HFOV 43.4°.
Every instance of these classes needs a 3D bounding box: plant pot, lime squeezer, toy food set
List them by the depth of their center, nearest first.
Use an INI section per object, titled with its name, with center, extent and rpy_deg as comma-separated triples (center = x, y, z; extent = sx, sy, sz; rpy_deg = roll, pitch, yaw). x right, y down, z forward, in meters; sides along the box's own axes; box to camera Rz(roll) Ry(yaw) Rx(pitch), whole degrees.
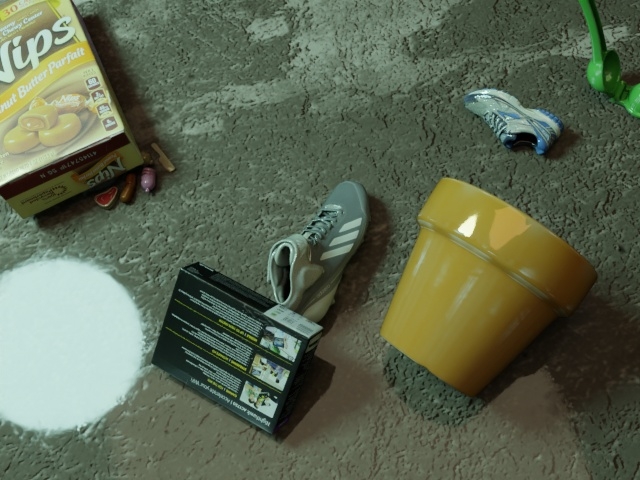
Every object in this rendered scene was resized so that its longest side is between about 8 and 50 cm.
[plant pot]
center = 0.169, 0.063, 0.902
extent = 0.205, 0.205, 0.188
rpy_deg = 34, 89, 19
[lime squeezer]
center = 0.421, -0.211, 1.042
extent = 0.310, 0.110, 0.059
rpy_deg = 35, 53, -12
[toy food set]
center = -0.265, -0.086, 1.102
extent = 0.122, 0.019, 0.078
rpy_deg = -37, 67, -10

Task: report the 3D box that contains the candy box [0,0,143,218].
[candy box]
center = -0.389, -0.204, 1.123
extent = 0.182, 0.088, 0.317
rpy_deg = -26, 62, -6

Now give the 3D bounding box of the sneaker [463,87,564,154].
[sneaker]
center = 0.247, -0.155, 1.059
extent = 0.135, 0.052, 0.058
rpy_deg = 25, 75, 17

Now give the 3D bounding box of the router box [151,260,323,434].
[router box]
center = -0.101, 0.123, 0.939
extent = 0.178, 0.046, 0.133
rpy_deg = 27, 109, 17

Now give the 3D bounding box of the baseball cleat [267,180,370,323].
[baseball cleat]
center = 0.000, 0.000, 0.983
extent = 0.072, 0.109, 0.206
rpy_deg = 1, 62, 35
